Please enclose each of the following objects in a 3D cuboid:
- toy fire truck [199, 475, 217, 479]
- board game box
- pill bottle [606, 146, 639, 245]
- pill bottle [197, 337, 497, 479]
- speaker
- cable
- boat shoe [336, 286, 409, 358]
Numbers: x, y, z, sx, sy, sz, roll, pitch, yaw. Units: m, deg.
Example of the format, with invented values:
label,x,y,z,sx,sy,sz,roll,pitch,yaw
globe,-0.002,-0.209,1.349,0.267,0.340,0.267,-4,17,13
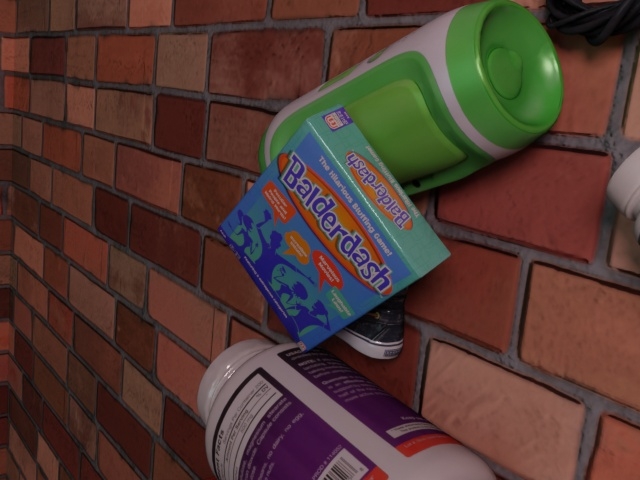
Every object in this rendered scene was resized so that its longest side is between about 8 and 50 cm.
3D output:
label,x,y,z,sx,sy,sz,roll,pitch,yaw
toy fire truck,-0.092,0.403,0.772,0.169,0.254,0.302,-53,52,40
board game box,0.000,0.000,0.648,0.160,0.047,0.210,54,141,6
pill bottle,0.253,-0.003,0.444,0.137,0.078,0.078,59,134,32
pill bottle,0.006,0.218,0.695,0.323,0.181,0.181,27,113,49
speaker,0.066,-0.107,0.644,0.296,0.131,0.131,-16,79,52
cable,0.222,-0.229,0.498,0.184,0.047,0.150,-44,58,45
boat shoe,0.023,0.055,0.764,0.183,0.065,0.083,23,110,42
